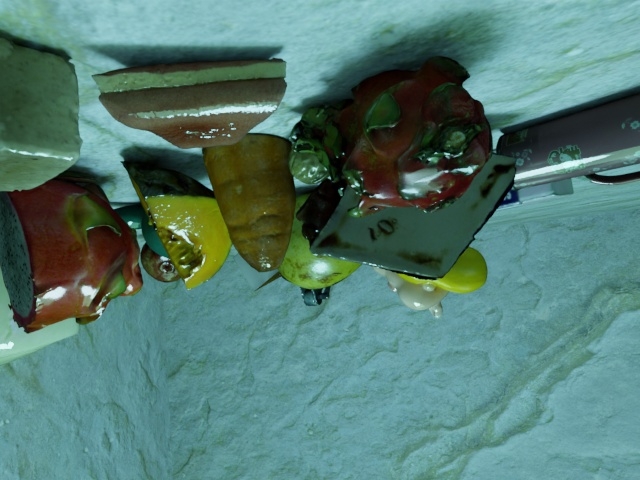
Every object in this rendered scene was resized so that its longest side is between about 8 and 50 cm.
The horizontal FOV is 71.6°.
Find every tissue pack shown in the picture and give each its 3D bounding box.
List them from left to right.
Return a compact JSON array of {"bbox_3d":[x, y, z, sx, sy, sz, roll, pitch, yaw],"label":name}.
[{"bbox_3d":[-0.142,0.033,1.447,0.246,0.136,0.159,-40,172,36],"label":"tissue pack"}]

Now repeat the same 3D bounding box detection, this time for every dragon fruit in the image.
[{"bbox_3d":[-0.464,0.010,0.842,0.225,0.305,0.305,-10,179,-43],"label":"dragon fruit"},{"bbox_3d":[0.074,-0.122,0.554,0.269,0.198,0.200,8,-172,13],"label":"dragon fruit"}]

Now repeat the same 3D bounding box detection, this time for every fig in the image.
[{"bbox_3d":[-0.575,0.055,1.679,0.205,0.205,0.205,-5,174,-1],"label":"fig"}]

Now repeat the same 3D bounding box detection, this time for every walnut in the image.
[{"bbox_3d":[-0.012,-0.136,0.738,0.092,0.092,0.092,-5,174,-1],"label":"walnut"}]

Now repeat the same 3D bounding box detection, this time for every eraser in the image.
[{"bbox_3d":[0.382,-0.126,0.975,0.086,0.130,0.287,-4,173,-36],"label":"eraser"}]

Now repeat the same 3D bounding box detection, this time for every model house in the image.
[{"bbox_3d":[0.136,-0.092,0.858,0.297,0.317,0.282,29,-170,-14],"label":"model house"}]

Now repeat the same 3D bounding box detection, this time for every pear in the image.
[{"bbox_3d":[0.000,0.000,1.196,0.283,0.284,0.283,-5,174,-1],"label":"pear"}]

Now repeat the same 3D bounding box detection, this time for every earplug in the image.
[{"bbox_3d":[-0.376,-0.055,1.049,0.257,0.164,0.280,36,144,-18],"label":"earplug"}]

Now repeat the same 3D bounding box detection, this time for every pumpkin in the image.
[{"bbox_3d":[-0.271,-0.061,0.877,0.148,0.169,0.312,-24,147,-20],"label":"pumpkin"}]

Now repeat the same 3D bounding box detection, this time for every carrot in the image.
[{"bbox_3d":[-0.117,-0.056,0.778,0.159,0.225,0.159,-5,180,0],"label":"carrot"}]

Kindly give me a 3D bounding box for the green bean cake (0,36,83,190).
[{"bbox_3d":[-0.324,-0.120,0.466,0.179,0.109,0.085,-11,173,42],"label":"green bean cake"}]

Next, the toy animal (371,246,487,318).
[{"bbox_3d":[0.223,0.033,1.143,0.277,0.345,0.247,-9,152,-36],"label":"toy animal"}]

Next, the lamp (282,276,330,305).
[{"bbox_3d":[-0.048,0.034,1.683,0.205,0.374,0.272,-9,-157,23],"label":"lamp"}]

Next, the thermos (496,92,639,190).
[{"bbox_3d":[0.473,-0.156,0.721,0.330,0.136,0.109,-11,-179,44],"label":"thermos"}]

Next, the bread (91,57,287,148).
[{"bbox_3d":[-0.138,-0.155,0.500,0.192,0.067,0.119,-5,166,-11],"label":"bread"}]

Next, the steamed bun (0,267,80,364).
[{"bbox_3d":[-0.776,0.106,0.994,0.290,0.371,0.456,-11,175,36],"label":"steamed bun"}]
